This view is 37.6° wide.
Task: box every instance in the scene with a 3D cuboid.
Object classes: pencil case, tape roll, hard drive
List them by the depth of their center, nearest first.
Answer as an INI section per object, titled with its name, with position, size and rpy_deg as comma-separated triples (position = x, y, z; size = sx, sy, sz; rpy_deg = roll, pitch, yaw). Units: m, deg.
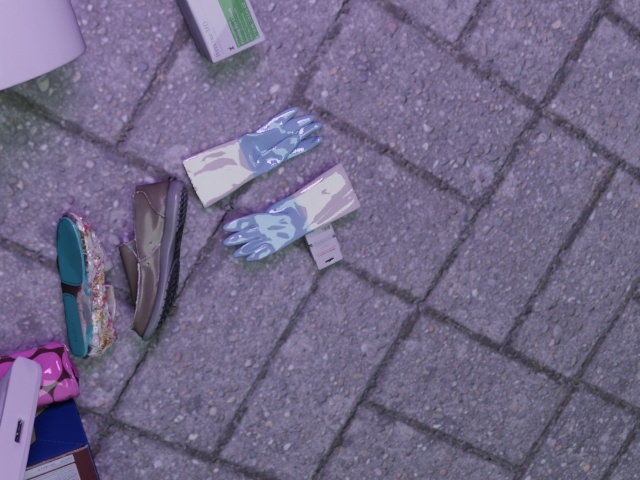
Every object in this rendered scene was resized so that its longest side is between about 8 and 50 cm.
[tape roll]
position = -0.442, -0.243, 1.165
size = 0.286, 0.286, 0.100
rpy_deg = -20, 113, -13
[hard drive]
position = -0.493, 0.350, 1.289
size = 0.047, 0.233, 0.353
rpy_deg = 27, 124, -27
[pencil case]
position = -0.471, 0.213, 1.410
size = 0.209, 0.095, 0.098
rpy_deg = -12, 74, -16

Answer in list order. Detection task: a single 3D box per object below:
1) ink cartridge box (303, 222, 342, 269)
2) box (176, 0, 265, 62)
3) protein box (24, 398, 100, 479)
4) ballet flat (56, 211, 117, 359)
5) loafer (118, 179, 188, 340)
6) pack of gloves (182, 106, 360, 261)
[ink cartridge box]
position = 0.000, 0.000, 1.546
size = 0.048, 0.028, 0.083
rpy_deg = -25, 113, -11
[box]
position = -0.146, -0.323, 1.349
size = 0.087, 0.102, 0.101
rpy_deg = -26, 115, -8
[protein box]
position = -0.404, 0.370, 1.421
size = 0.136, 0.200, 0.201
rpy_deg = -17, 112, -17
[ballet flat]
position = -0.350, 0.064, 1.422
size = 0.077, 0.091, 0.241
rpy_deg = -22, 122, -46
[loafer]
position = -0.262, 0.027, 1.437
size = 0.087, 0.094, 0.251
rpy_deg = 10, 95, 2
[pack of gloves]
position = -0.079, -0.089, 1.493
size = 0.232, 0.046, 0.195
rpy_deg = -28, 103, -13
